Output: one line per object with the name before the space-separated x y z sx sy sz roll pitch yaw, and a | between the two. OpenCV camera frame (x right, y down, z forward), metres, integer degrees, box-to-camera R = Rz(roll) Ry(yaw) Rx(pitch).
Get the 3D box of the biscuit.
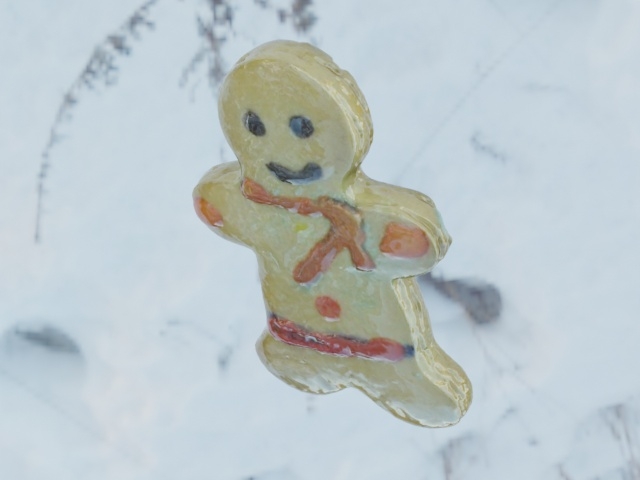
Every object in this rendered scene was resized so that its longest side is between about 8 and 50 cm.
biscuit | 0.000 0.000 0.868 0.153 0.030 0.234 10 131 28
